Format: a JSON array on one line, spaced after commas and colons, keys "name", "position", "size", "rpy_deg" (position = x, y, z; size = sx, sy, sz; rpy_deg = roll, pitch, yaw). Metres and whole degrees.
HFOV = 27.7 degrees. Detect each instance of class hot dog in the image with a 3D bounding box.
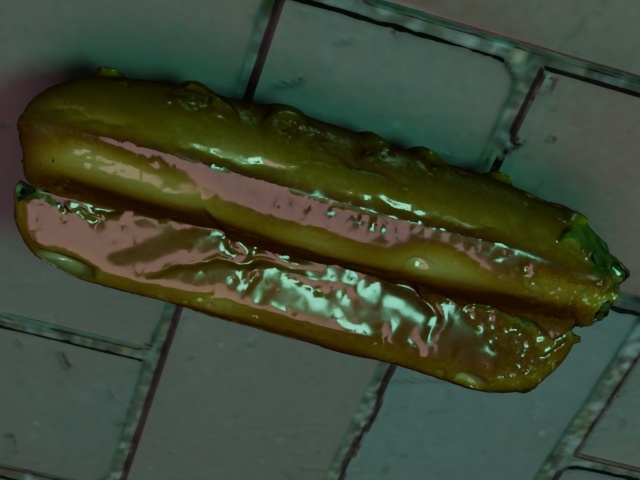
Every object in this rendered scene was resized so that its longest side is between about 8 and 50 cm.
[{"name": "hot dog", "position": [0.000, 0.000, 0.554], "size": [0.268, 0.072, 0.115], "rpy_deg": [17, 127, -14]}]
